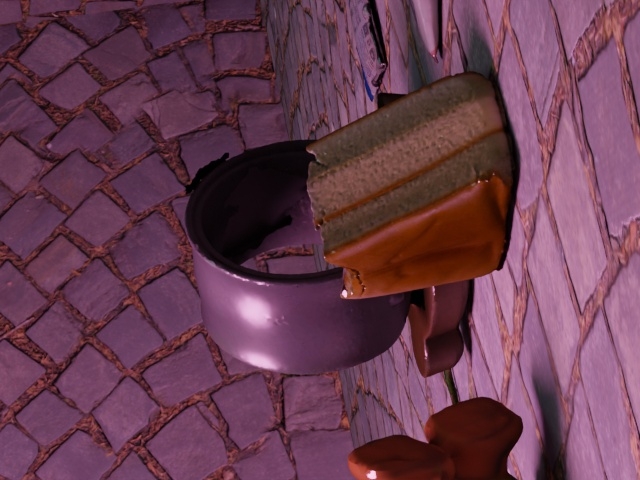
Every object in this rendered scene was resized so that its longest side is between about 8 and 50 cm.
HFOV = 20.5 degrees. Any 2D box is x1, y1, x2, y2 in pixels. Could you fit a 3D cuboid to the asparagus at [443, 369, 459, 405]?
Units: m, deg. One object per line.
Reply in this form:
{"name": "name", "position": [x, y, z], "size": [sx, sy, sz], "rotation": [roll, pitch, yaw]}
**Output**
{"name": "asparagus", "position": [0.174, 0.203, 2.338], "size": [0.016, 0.016, 0.162], "rotation": [122, 143, -53]}

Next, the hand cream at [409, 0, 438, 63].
{"name": "hand cream", "position": [0.105, -0.355, 1.985], "size": [0.340, 0.078, 0.124], "rotation": [75, 180, -50]}

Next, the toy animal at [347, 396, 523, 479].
{"name": "toy animal", "position": [0.159, 0.349, 1.825], "size": [0.191, 0.216, 0.338], "rotation": [22, 128, 52]}

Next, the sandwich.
{"name": "sandwich", "position": [0.087, -0.057, 1.854], "size": [0.227, 0.198, 0.155], "rotation": [90, 170, -61]}

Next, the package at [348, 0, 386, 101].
{"name": "package", "position": [0.065, -0.307, 2.605], "size": [0.173, 0.027, 0.171], "rotation": [103, 154, -77]}

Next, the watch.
{"name": "watch", "position": [0.000, 0.000, 2.181], "size": [0.335, 0.327, 0.314], "rotation": [-104, 8, -50]}
